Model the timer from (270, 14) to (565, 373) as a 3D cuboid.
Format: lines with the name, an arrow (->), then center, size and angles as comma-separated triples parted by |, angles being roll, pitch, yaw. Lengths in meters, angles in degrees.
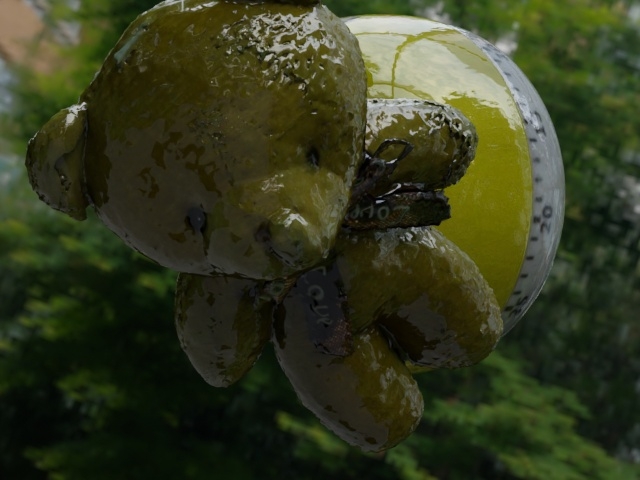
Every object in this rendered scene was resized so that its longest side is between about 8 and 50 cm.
timer -> 0.008, -0.032, 1.134 | 0.285, 0.285, 0.285 | 19, -15, 5

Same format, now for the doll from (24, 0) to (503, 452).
doll -> 0.000, 0.000, 0.575 | 0.209, 0.137, 0.097 | 46, 6, -34
